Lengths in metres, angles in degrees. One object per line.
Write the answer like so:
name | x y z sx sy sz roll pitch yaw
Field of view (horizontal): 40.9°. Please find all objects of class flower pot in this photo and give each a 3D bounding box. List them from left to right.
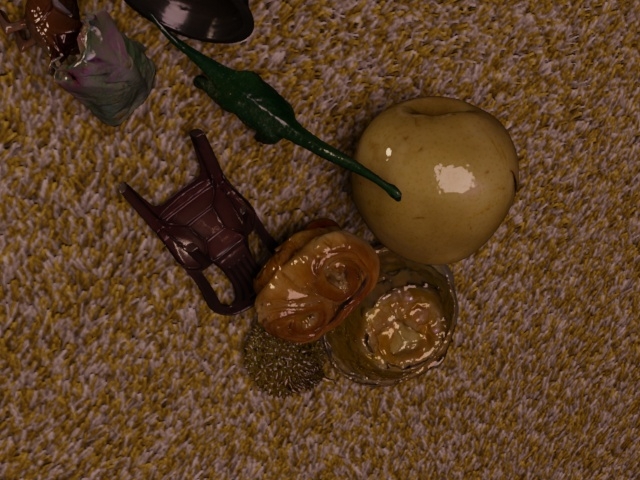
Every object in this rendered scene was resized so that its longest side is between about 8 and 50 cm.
flower pot | -0.196 -0.432 1.354 0.235 0.235 0.148 24 73 -24

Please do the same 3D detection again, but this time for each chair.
chair | -0.186 -0.014 1.499 0.176 0.183 0.326 -38 157 -9

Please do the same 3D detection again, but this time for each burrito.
burrito | -0.327 -0.258 1.323 0.089 0.229 0.144 35 90 6

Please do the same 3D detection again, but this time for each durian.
durian | -0.050 0.239 1.621 0.208 0.102 0.146 35 86 -28

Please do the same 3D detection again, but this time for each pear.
pear | 0.199 -0.105 1.526 0.309 0.309 0.309 -5 105 -19

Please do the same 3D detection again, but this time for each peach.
peach | 0.001 -0.001 1.600 0.098 0.061 0.098 -11 129 -14

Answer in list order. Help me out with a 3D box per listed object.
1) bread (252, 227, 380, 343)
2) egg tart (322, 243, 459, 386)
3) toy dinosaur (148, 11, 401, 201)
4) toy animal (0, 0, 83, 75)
bread | -0.007 0.077 1.523 0.236 0.120 0.198 -45 141 11
egg tart | 0.150 0.156 1.663 0.315 0.120 0.314 -5 106 -18
toy dinosaur | -0.085 -0.209 1.384 0.447 0.301 0.087 36 91 -26
toy animal | -0.393 -0.339 1.318 0.179 0.188 0.089 -23 154 3
